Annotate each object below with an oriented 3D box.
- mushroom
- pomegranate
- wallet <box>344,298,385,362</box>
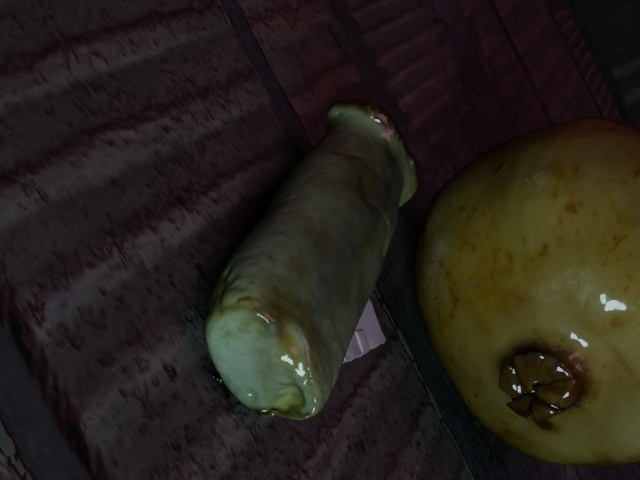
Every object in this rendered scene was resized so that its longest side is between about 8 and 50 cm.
[{"bbox_3d":[0.000,0.000,0.789,0.100,0.081,0.312,54,30,-17],"label":"mushroom"},{"bbox_3d":[0.218,0.043,0.970,0.307,0.307,0.307,46,31,-37],"label":"pomegranate"},{"bbox_3d":[0.023,0.063,0.850,0.083,0.011,0.044,-14,81,-66],"label":"wallet"}]
